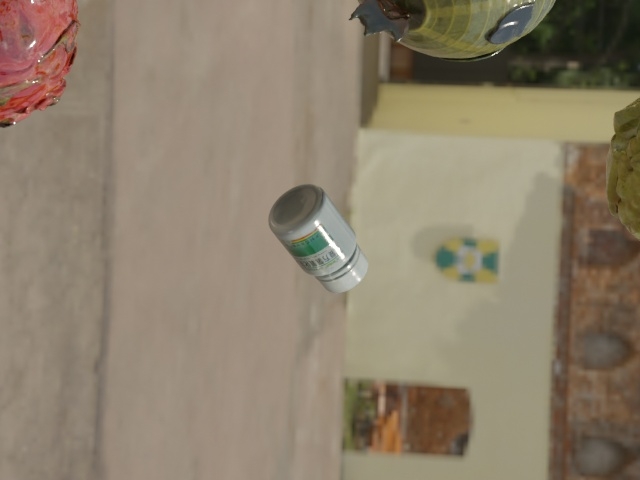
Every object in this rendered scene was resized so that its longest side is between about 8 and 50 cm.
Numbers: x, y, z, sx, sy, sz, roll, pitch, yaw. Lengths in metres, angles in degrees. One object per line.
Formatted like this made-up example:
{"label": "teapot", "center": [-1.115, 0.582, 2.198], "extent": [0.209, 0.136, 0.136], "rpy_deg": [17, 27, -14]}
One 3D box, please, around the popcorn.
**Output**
{"label": "popcorn", "center": [0.251, -0.054, 1.016], "extent": [0.116, 0.120, 0.106], "rpy_deg": [57, 9, 24]}

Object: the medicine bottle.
{"label": "medicine bottle", "center": [0.000, 0.000, 1.788], "extent": [0.130, 0.080, 0.080], "rpy_deg": [53, 31, -37]}

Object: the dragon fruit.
{"label": "dragon fruit", "center": [-0.379, -0.248, 1.621], "extent": [0.241, 0.241, 0.252], "rpy_deg": [-82, -170, -46]}

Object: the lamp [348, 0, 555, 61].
{"label": "lamp", "center": [0.128, -0.301, 1.550], "extent": [0.284, 0.250, 0.250], "rpy_deg": [-46, 150, -33]}
